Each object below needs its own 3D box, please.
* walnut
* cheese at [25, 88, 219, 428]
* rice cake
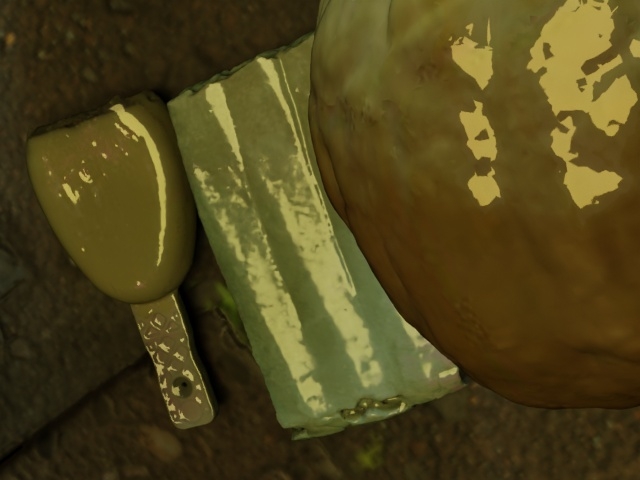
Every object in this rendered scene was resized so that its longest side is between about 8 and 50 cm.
[{"bbox_3d":[0.143,-0.066,0.756,0.296,0.285,0.285,-22,96,-10],"label":"walnut"},{"bbox_3d":[-0.100,0.015,0.985,0.097,0.037,0.192,-15,97,23],"label":"cheese"},{"bbox_3d":[0.000,0.000,0.947,0.124,0.038,0.211,-22,96,22],"label":"rice cake"}]
